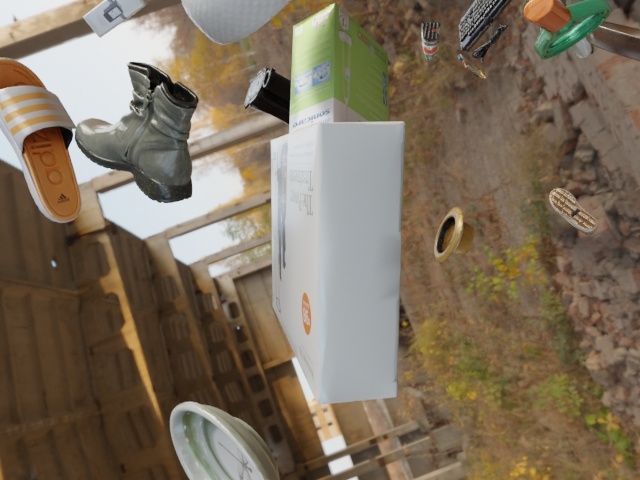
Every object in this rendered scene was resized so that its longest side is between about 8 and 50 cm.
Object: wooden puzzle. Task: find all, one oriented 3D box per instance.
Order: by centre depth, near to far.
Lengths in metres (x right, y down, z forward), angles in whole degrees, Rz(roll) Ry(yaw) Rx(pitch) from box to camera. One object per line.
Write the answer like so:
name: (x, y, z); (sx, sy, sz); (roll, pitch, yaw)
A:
wooden puzzle: (0.417, -0.480, 1.427); (0.116, 0.014, 0.078); (29, -146, -23)

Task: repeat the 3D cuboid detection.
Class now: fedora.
fedora: (0.417, -0.008, 1.578); (0.194, 0.079, 0.194); (-163, 90, -85)

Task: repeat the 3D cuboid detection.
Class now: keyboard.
keyboard: (0.503, -0.674, 1.553); (0.317, 0.033, 0.201); (130, 133, -73)

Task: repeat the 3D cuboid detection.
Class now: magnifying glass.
magnifying glass: (0.277, -0.251, 0.592); (0.231, 0.092, 0.026); (-22, -100, -53)

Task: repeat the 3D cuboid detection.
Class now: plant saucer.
plant saucer: (0.734, -0.438, 1.158); (0.310, 0.311, 0.050); (-113, 30, -52)
plant saucer: (-0.210, 0.550, 1.263); (0.401, 0.101, 0.400); (21, 125, 34)

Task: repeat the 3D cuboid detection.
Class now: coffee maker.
coffee maker: (-0.094, -0.373, 1.385); (0.120, 0.178, 0.171); (-67, 25, 7)

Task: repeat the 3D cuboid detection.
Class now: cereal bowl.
cereal bowl: (-0.133, -0.522, 0.893); (0.141, 0.339, 0.338); (33, -157, -40)

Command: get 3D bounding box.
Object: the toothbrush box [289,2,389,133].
toothbrush box: (0.046, -0.314, 1.103); (0.206, 0.122, 0.282); (20, -116, -49)

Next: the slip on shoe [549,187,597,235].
slip on shoe: (0.581, -0.065, 1.186); (0.135, 0.051, 0.041); (54, -173, 36)

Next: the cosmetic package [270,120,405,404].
cosmetic package: (0.000, 0.000, 0.684); (0.377, 0.098, 0.284); (-148, 55, -75)

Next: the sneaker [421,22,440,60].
sneaker: (0.325, -0.591, 1.530); (0.161, 0.057, 0.075); (-74, -14, -47)

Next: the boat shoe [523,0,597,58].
boat shoe: (0.708, -0.642, 1.534); (0.302, 0.103, 0.113); (37, -162, -28)

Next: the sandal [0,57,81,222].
sandal: (-0.426, -0.160, 0.811); (0.102, 0.076, 0.265); (-38, -65, -54)

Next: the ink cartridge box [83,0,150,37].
ink cartridge box: (-0.517, -0.598, 1.323); (0.063, 0.151, 0.109); (54, -166, -30)

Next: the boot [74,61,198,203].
boot: (-0.250, -0.170, 0.708); (0.247, 0.084, 0.161); (30, 124, 29)
